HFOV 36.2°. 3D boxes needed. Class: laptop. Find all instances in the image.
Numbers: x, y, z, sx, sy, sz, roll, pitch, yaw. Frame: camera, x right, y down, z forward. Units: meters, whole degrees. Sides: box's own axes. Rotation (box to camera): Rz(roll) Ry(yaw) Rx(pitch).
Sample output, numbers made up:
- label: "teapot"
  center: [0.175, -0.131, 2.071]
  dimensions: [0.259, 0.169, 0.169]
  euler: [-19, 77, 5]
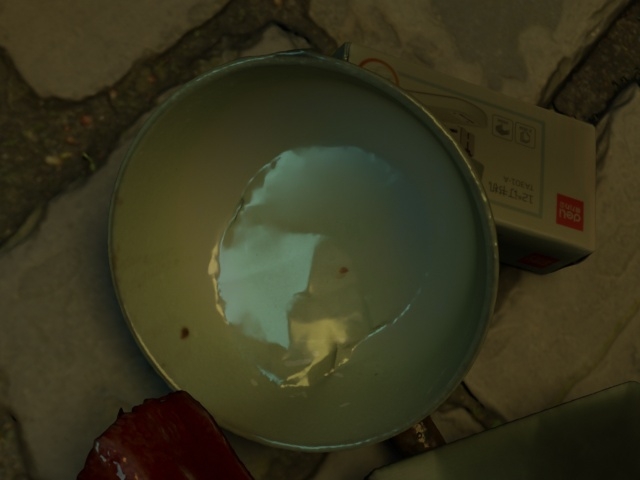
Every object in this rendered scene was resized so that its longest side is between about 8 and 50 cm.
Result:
- label: "laptop"
  center: [0.182, 0.226, 0.747]
  dimensions: [0.269, 0.015, 0.188]
  euler: [-13, 66, -23]

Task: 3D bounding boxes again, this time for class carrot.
- label: "carrot"
  center: [0.095, 0.178, 0.779]
  dimensions: [0.049, 0.049, 0.254]
  euler: [-35, 83, -31]

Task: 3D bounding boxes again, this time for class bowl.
- label: "bowl"
  center: [0.000, 0.000, 0.711]
  dimensions: [0.277, 0.277, 0.145]
  euler: [54, 21, 1]

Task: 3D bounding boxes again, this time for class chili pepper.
- label: "chili pepper"
  center: [-0.055, 0.214, 0.612]
  dimensions: [0.252, 0.144, 0.136]
  euler: [43, 58, 16]

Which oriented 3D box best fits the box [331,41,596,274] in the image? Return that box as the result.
- label: "box"
  center: [0.120, -0.069, 0.870]
  dimensions: [0.269, 0.079, 0.135]
  euler: [16, 66, -19]
